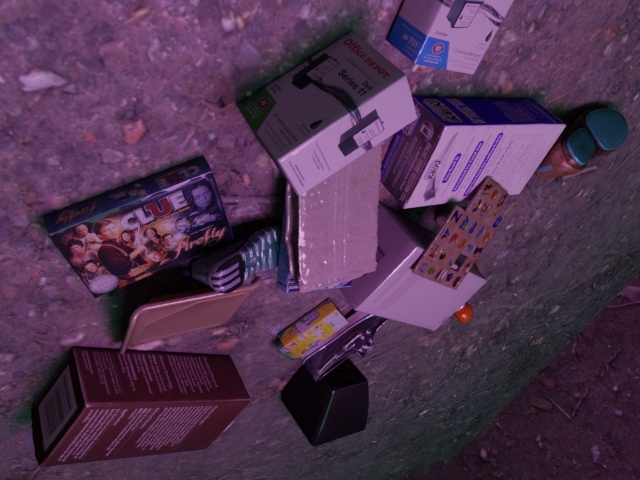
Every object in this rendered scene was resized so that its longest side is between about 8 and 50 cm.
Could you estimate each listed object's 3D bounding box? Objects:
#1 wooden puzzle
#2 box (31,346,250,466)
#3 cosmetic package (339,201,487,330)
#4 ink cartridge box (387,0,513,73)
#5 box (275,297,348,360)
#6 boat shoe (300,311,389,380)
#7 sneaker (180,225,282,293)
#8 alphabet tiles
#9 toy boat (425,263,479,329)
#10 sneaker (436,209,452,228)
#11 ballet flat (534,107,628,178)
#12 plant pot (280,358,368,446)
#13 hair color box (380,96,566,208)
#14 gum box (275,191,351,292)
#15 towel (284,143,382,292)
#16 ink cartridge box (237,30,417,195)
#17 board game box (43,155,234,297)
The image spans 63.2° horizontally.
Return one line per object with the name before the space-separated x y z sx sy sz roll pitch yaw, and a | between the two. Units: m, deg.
wooden puzzle | -0.245 0.132 0.961 0.239 0.044 0.221 -14 162 -31
box | -0.356 0.338 1.076 0.382 0.143 0.191 20 118 -47
cosmetic package | 0.205 0.076 1.199 0.197 0.155 0.366 -48 143 16
ink cartridge box | 0.206 -0.358 0.768 0.140 0.082 0.190 -5 136 -34
box | -0.025 0.225 1.286 0.179 0.043 0.105 -37 145 -1
boat shoe | 0.092 0.256 1.349 0.301 0.102 0.108 -31 154 -4
sneaker | -0.142 0.018 0.934 0.224 0.098 0.083 -28 125 -54
alphabet tiles | 0.302 -0.012 1.075 0.198 0.009 0.237 21 104 -48
toy boat | 0.355 0.164 1.419 0.151 0.151 0.231 5 129 -41
sneaker | 0.346 -0.044 1.254 0.094 0.080 0.212 -51 149 3
ballet flat | 0.581 -0.214 1.184 0.342 0.116 0.124 -32 -178 -39
plant pot | 0.029 0.423 1.448 0.188 0.187 0.166 -2 121 -36
hair color box | 0.298 -0.177 1.025 0.339 0.110 0.185 -10 139 -33
gum box | 0.000 0.000 0.978 0.157 0.041 0.184 -1 104 -38
towel | 0.026 -0.054 0.920 0.187 0.049 0.282 -12 113 -35
ink cartridge box | 0.009 -0.186 0.749 0.208 0.153 0.087 -34 143 -2
board game box | -0.270 -0.018 0.814 0.243 0.042 0.165 -24 143 -14
